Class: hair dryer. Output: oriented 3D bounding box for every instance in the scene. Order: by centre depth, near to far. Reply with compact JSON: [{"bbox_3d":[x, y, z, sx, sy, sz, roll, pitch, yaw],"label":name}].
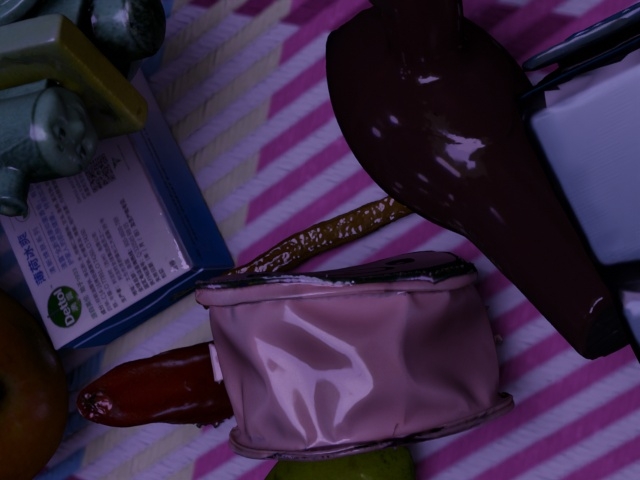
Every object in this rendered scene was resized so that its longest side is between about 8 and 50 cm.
[{"bbox_3d":[0.078,-0.125,0.798,0.123,0.340,0.312,-28,45,-9],"label":"hair dryer"}]

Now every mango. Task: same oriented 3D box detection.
[{"bbox_3d":[0.003,0.207,0.988,0.117,0.089,0.163,15,85,33],"label":"mango"},{"bbox_3d":[-0.339,0.099,1.092,0.317,0.211,0.173,16,58,35],"label":"mango"}]

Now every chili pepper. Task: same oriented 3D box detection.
[{"bbox_3d":[-0.120,0.109,0.995,0.088,0.169,0.065,-32,75,25],"label":"chili pepper"}]

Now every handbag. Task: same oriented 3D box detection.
[{"bbox_3d":[0.022,0.072,0.922,0.205,0.179,0.116,-7,91,1],"label":"handbag"}]

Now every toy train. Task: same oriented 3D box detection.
[{"bbox_3d":[-0.281,-0.086,0.967,0.368,0.150,0.237,-9,57,25],"label":"toy train"}]

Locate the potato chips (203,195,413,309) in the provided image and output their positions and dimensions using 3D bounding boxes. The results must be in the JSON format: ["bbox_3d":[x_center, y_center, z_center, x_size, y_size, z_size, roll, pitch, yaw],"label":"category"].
[{"bbox_3d":[0.000,0.000,1.013,0.204,0.037,0.026,-25,90,18],"label":"potato chips"}]

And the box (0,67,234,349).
[{"bbox_3d":[-0.175,-0.031,1.072,0.139,0.073,0.194,-31,78,22],"label":"box"}]

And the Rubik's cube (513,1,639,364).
[{"bbox_3d":[0.298,-0.033,0.708,0.288,0.283,0.294,-27,95,24],"label":"Rubik's cube"}]
